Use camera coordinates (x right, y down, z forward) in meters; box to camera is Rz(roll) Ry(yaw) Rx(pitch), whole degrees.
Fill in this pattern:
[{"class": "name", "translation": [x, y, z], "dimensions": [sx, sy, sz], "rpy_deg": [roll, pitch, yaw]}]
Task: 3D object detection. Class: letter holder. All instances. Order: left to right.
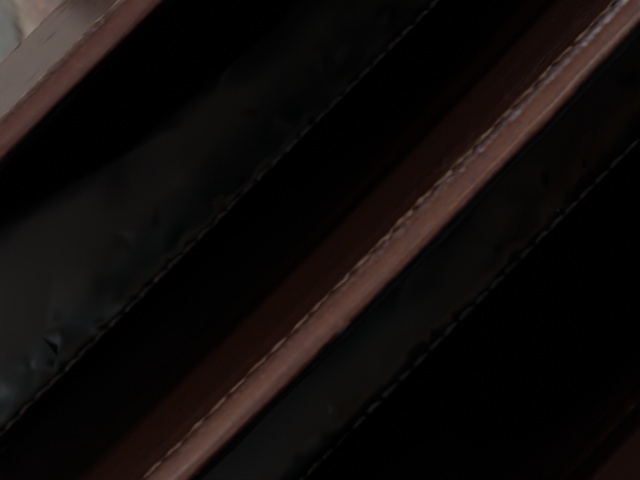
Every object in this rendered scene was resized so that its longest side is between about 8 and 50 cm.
[{"class": "letter holder", "translation": [0.000, 0.000, 0.389], "dimensions": [0.152, 0.302, 0.214], "rpy_deg": [46, 177, -13]}]
